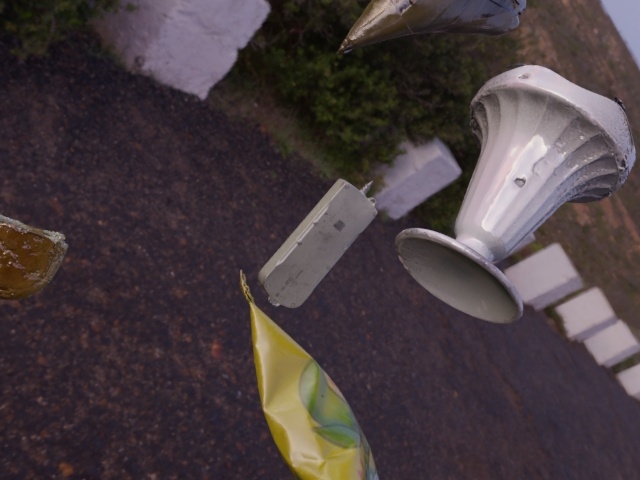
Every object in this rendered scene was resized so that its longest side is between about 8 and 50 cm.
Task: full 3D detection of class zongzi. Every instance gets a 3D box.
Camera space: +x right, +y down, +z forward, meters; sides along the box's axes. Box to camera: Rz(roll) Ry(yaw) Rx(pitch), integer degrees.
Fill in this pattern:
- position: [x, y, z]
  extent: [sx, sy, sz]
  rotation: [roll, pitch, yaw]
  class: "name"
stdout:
- position: [0.189, -0.358, 1.135]
  extent: [0.260, 0.289, 0.123]
  rotation: [31, 4, -43]
  class: "zongzi"

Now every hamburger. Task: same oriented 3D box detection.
- position: [-0.825, 0.042, 1.765]
  extent: [0.309, 0.211, 0.132]
  rotation: [17, 7, -12]
  class: "hamburger"

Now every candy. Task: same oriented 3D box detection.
- position: [-0.006, 0.182, 0.674]
  extent: [0.297, 0.081, 0.187]
  rotation: [58, -7, 29]
  class: "candy"

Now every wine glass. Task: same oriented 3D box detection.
- position: [0.174, -0.037, 0.627]
  extent: [0.165, 0.165, 0.196]
  rotation: [47, 67, -33]
  class: "wine glass"

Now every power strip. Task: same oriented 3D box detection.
- position: [0.000, 0.000, 0.980]
  extent: [0.080, 0.227, 0.029]
  rotation: [42, -2, -35]
  class: "power strip"
